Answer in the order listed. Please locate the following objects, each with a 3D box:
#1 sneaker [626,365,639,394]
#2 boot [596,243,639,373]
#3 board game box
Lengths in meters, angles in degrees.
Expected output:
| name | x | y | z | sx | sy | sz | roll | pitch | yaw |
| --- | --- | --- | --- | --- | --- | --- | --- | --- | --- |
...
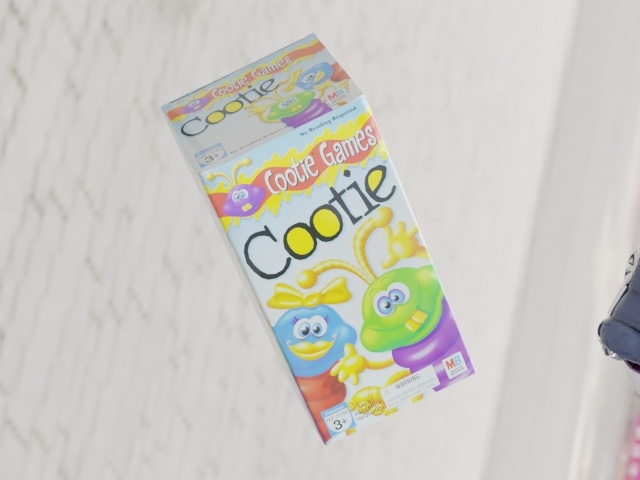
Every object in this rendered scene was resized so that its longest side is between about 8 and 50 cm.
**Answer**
| name | x | y | z | sx | sy | sz | roll | pitch | yaw |
| --- | --- | --- | --- | --- | --- | --- | --- | --- | --- |
| sneaker | 0.277 | 0.021 | 1.424 | 0.126 | 0.091 | 0.240 | -30 | 132 | -71 |
| boot | 0.177 | 0.031 | 0.954 | 0.086 | 0.069 | 0.190 | -59 | 161 | -1 |
| board game box | 0.000 | 0.000 | 1.520 | 0.275 | 0.144 | 0.142 | 66 | -4 | -30 |
